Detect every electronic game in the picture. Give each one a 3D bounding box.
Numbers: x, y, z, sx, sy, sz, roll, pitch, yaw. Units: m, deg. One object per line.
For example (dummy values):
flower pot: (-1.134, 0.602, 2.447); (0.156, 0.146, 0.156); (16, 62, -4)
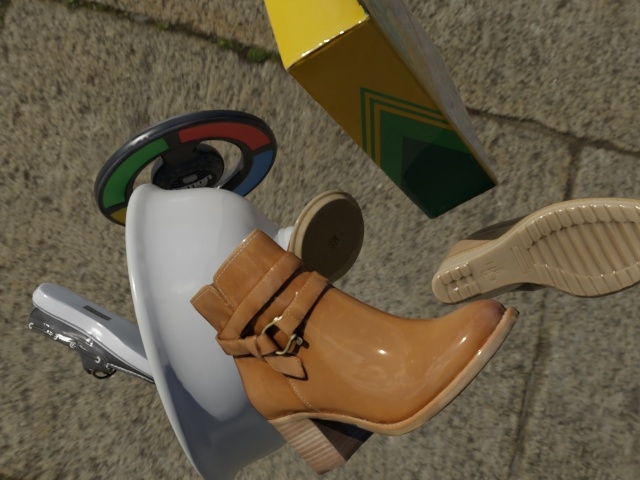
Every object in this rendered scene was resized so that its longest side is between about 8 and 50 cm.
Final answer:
electronic game: (-0.160, -0.081, 1.030); (0.229, 0.229, 0.048); (-21, 67, -8)

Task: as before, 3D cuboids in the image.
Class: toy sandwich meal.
toy sandwich meal: (0.000, 0.000, 0.653); (0.085, 0.029, 0.085); (-19, 118, -40)

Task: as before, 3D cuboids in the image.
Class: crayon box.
crayon box: (0.038, -0.181, 0.771); (0.083, 0.323, 0.203); (-28, 53, 18)

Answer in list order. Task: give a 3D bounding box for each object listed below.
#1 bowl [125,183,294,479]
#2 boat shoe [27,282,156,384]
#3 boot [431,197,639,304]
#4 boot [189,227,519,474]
bowl: (-0.068, 0.070, 0.808); (0.134, 0.298, 0.298); (-17, 86, 3)
boat shoe: (-0.290, 0.139, 1.110); (0.228, 0.080, 0.076); (27, 101, 11)
boot: (0.245, -0.006, 0.835); (0.207, 0.248, 0.090); (-25, 97, -53)
boot: (0.009, 0.050, 0.527); (0.197, 0.073, 0.152); (-39, 87, 32)
